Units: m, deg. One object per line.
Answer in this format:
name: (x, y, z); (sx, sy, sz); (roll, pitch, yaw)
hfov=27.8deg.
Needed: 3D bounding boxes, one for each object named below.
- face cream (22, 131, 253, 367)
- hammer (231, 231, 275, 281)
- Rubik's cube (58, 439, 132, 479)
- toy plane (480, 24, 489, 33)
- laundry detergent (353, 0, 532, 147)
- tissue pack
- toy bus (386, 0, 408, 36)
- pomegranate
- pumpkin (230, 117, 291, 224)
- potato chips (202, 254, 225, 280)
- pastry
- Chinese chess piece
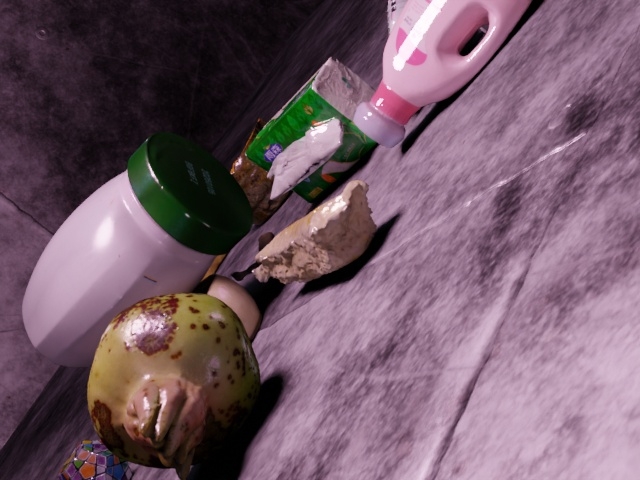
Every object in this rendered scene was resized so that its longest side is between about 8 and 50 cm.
face cream: (-0.294, 0.023, 2.000); (0.357, 0.219, 0.312); (-44, 9, 24)
hammer: (-0.088, 0.016, 2.114); (0.125, 0.027, 0.297); (-24, 7, 0)
Rubik's cube: (-0.343, 0.357, 1.967); (0.111, 0.111, 0.093); (-47, 37, 24)
toy plane: (0.254, -0.413, 1.989); (0.255, 0.101, 0.251); (-60, 5, -37)
laundry detergent: (0.171, -0.283, 1.846); (0.335, 0.159, 0.088); (-55, -29, 16)
tissue pack: (-0.008, -0.163, 2.127); (0.209, 0.148, 0.156); (-40, 16, 43)
toy bus: (0.142, -0.335, 1.986); (0.087, 0.089, 0.194); (-6, 28, 6)
pomegranate: (-0.197, 0.182, 1.576); (0.276, 0.204, 0.222); (-31, -46, -63)
pumpkin: (-0.094, -0.155, 2.501); (0.126, 0.131, 0.248); (-50, 13, 55)
potato chips: (-0.177, -0.056, 2.683); (0.080, 0.057, 0.407); (-34, 21, 47)
pastry: (0.003, -0.004, 1.742); (0.121, 0.089, 0.258); (-53, 12, -23)
Chinese chess piece: (-0.197, 0.168, 1.965); (0.250, 0.103, 0.250); (-48, 10, 12)
